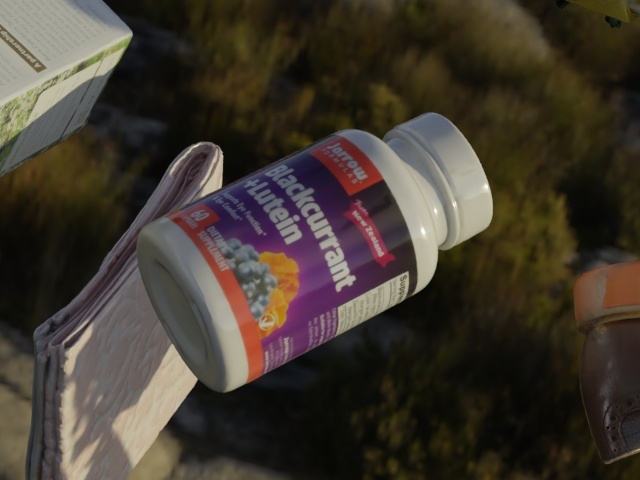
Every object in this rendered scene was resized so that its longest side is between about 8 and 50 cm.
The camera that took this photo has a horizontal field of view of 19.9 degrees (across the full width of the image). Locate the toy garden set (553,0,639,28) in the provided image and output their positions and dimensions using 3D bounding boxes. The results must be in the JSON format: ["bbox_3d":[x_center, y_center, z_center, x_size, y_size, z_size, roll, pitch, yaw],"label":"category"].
[{"bbox_3d":[0.264,-0.149,1.199,0.244,0.049,0.204,30,30,15],"label":"toy garden set"}]

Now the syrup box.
[{"bbox_3d":[-0.224,-0.079,1.039,0.096,0.093,0.237,43,42,9],"label":"syrup box"}]

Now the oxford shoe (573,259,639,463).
[{"bbox_3d":[0.336,0.093,1.141,0.364,0.133,0.130,3,-16,-4],"label":"oxford shoe"}]

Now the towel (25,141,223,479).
[{"bbox_3d":[-0.191,0.110,1.785,0.053,0.332,0.317,24,45,13],"label":"towel"}]

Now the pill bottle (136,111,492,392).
[{"bbox_3d":[0.000,0.000,1.066,0.193,0.108,0.108,-27,44,-19],"label":"pill bottle"}]
